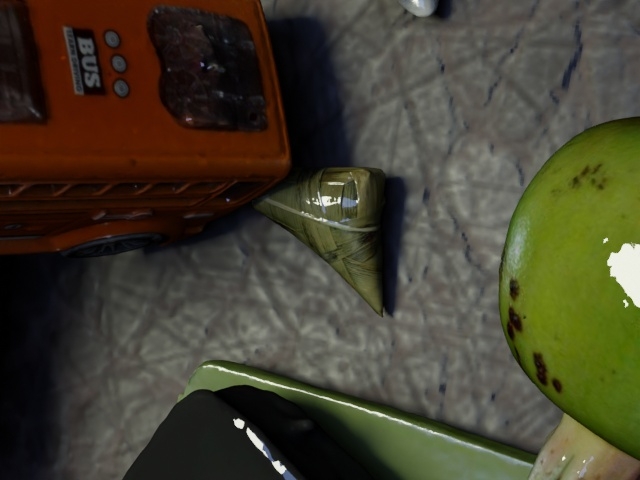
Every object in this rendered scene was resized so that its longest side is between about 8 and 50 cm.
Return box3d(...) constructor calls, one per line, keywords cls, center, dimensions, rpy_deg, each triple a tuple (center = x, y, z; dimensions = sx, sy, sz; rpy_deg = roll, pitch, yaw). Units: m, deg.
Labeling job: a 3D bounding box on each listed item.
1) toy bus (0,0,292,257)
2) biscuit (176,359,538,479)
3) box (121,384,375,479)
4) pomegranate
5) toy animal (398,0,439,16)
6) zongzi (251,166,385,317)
box3d(cls="toy bus", center=(-0.178, -0.067, 0.664), dimensions=(0.153, 0.329, 0.143), rpy_deg=(-20, 77, 46))
box3d(cls="biscuit", center=(0.063, 0.147, 0.715), dimensions=(0.323, 0.038, 0.099), rpy_deg=(15, 95, 22))
box3d(cls="box", center=(-0.023, 0.257, 0.699), dimensions=(0.290, 0.073, 0.289), rpy_deg=(43, 114, 17))
box3d(cls="pomegranate", center=(0.157, 0.046, 0.621), dimensions=(0.180, 0.180, 0.209), rpy_deg=(31, 103, 20))
box3d(cls="toy animal", center=(0.053, -0.224, 0.710), dimensions=(0.182, 0.131, 0.127), rpy_deg=(-42, 51, 23))
box3d(cls="zongzi", center=(0.000, 0.000, 0.758), dimensions=(0.076, 0.040, 0.083), rpy_deg=(2, 104, 27))
